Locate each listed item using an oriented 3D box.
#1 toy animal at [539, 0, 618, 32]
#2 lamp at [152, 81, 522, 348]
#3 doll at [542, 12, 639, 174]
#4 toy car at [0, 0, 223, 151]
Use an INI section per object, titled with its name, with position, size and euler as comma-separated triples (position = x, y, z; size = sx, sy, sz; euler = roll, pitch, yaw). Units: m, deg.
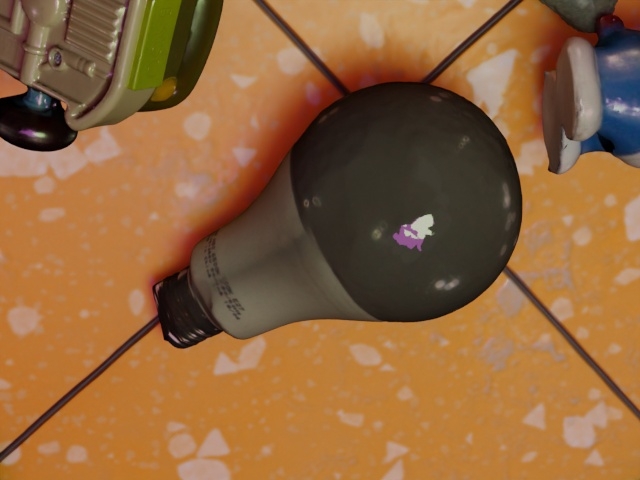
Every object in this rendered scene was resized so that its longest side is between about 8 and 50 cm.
[toy animal]
position = 0.149, -0.266, 1.061
size = 0.079, 0.070, 0.253
euler = -34, 107, -10
[lamp]
position = -0.001, -0.019, 1.095
size = 0.313, 0.182, 0.182
euler = -9, 112, 18
[doll]
position = 0.293, -0.110, 1.066
size = 0.256, 0.215, 0.161
euler = -13, 85, -4
[toy car]
position = -0.167, -0.187, 0.999
size = 0.248, 0.198, 0.204
euler = 27, 115, 25
